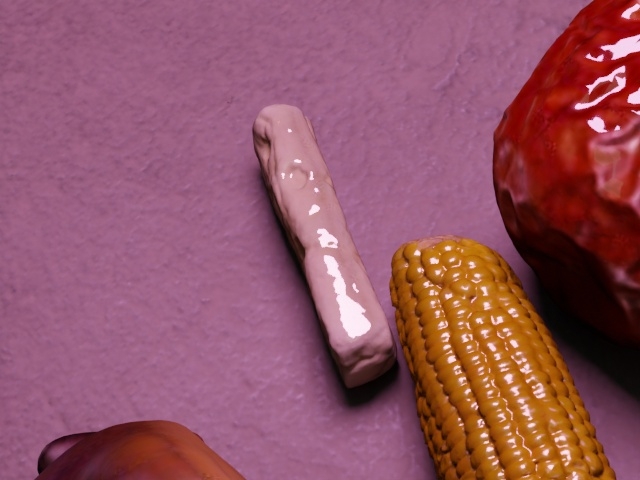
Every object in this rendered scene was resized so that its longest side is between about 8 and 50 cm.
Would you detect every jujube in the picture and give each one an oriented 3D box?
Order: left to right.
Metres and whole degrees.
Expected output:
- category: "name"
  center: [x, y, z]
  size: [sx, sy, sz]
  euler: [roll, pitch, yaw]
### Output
- category: "jujube"
  center: [0.223, -0.050, 1.082]
  size: [0.232, 0.213, 0.213]
  euler: [-41, 62, -16]

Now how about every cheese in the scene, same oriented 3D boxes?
- category: "cheese"
  center: [0.000, 0.000, 1.153]
  size: [0.043, 0.065, 0.194]
  euler: [-21, 59, 2]

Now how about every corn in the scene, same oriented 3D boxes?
- category: "corn"
  center: [0.103, 0.103, 1.059]
  size: [0.097, 0.097, 0.261]
  euler: [-17, 53, -3]

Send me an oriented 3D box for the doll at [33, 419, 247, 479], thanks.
- category: "doll"
  center: [-0.114, 0.241, 0.870]
  size: [0.340, 0.209, 0.318]
  euler: [-51, 33, -17]
